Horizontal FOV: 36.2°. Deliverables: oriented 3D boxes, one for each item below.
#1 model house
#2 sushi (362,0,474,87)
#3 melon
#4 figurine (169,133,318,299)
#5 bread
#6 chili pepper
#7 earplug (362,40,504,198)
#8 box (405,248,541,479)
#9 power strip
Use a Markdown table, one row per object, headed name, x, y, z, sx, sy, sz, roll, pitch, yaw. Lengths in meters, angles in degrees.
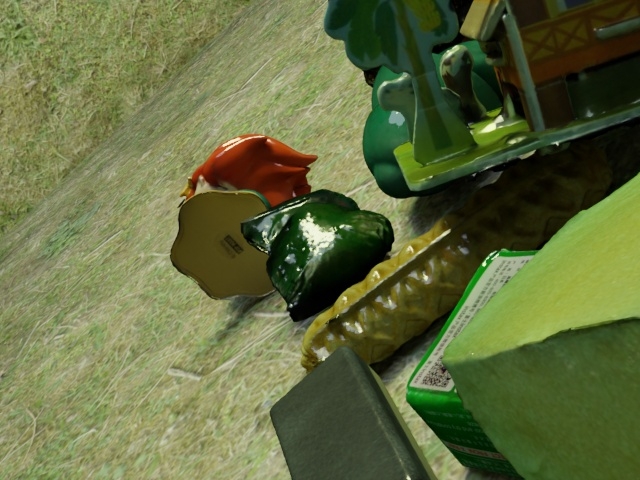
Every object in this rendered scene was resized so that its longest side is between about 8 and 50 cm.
| name | x | y | z | sx | sy | sz | roll | pitch | yaw |
| --- | --- | --- | --- | --- | --- | --- | --- | --- | --- |
| model house | 0.180 | -0.244 | 0.923 | 0.358 | 0.312 | 0.242 | -18 | 11 | 6 |
| sushi | 0.152 | -0.322 | 1.479 | 0.225 | 0.126 | 0.136 | -43 | 23 | -8 |
| melon | 0.284 | 0.025 | 0.506 | 0.344 | 0.226 | 0.331 | -35 | 44 | -30 |
| figurine | -0.108 | -0.047 | 1.368 | 0.257 | 0.181 | 0.208 | -100 | 21 | -65 |
| bread | 0.129 | 0.022 | 0.974 | 0.368 | 0.077 | 0.084 | -38 | 19 | 11 |
| chili pepper | -0.004 | -0.007 | 1.130 | 0.148 | 0.116 | 0.264 | -34 | 8 | 1 |
| earplug | 0.176 | -0.155 | 1.144 | 0.257 | 0.164 | 0.280 | 22 | 70 | 39 |
| box | 0.195 | 0.088 | 0.721 | 0.180 | 0.103 | 0.250 | -52 | 24 | -23 |
| power strip | 0.030 | 0.192 | 0.840 | 0.105 | 0.070 | 0.256 | -42 | 21 | 5 |
